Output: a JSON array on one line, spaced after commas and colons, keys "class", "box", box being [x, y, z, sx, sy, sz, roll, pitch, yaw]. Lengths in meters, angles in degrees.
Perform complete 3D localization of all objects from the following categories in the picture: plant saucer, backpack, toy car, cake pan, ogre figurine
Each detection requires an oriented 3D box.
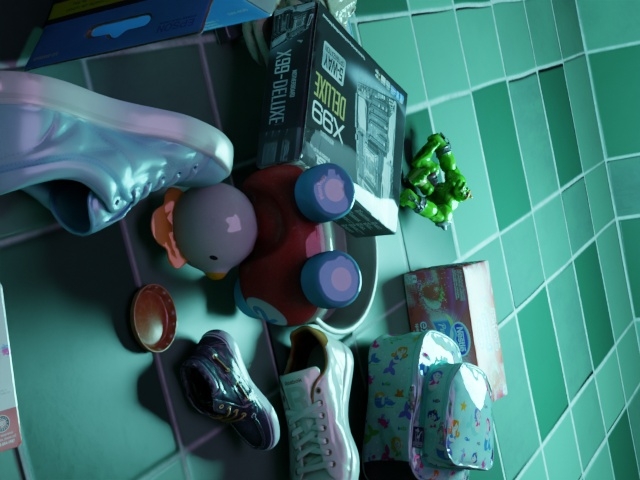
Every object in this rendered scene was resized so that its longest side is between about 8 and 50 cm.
[{"class": "plant saucer", "box": [-0.203, 0.094, 1.350, 0.083, 0.013, 0.083, 23, 63, -56]}, {"class": "backpack", "box": [0.170, 0.271, 1.812, 0.225, 0.191, 0.253, 27, 55, -55]}, {"class": "toy car", "box": [-0.108, 0.006, 1.412, 0.238, 0.219, 0.210, 0, 83, -32]}, {"class": "cake pan", "box": [0.000, 0.000, 1.696, 0.293, 0.054, 0.293, 24, 62, -57]}, {"class": "ogre figurine", "box": [0.217, -0.104, 2.078, 0.118, 0.097, 0.197, 46, 26, -21]}]

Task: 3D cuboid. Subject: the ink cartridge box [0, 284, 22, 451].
[{"class": "ink cartridge box", "box": [-0.350, 0.105, 1.031, 0.115, 0.067, 0.198, -8, 91, -61]}]

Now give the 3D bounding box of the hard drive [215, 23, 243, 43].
[{"class": "hard drive", "box": [-0.133, -0.353, 1.578, 0.094, 0.022, 0.135, -43, 120, -56]}]

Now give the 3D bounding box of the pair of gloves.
[{"class": "pair of gloves", "box": [-0.028, -0.339, 1.650, 0.240, 0.042, 0.204, -55, 143, -23]}]

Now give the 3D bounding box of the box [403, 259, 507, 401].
[{"class": "box", "box": [0.245, 0.171, 2.019, 0.128, 0.123, 0.256, -9, 91, -60]}]

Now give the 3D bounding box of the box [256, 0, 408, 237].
[{"class": "box", "box": [0.025, -0.166, 1.634, 0.307, 0.077, 0.242, 35, 55, -55]}]

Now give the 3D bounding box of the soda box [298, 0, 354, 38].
[{"class": "soda box", "box": [-0.005, -0.397, 1.777, 0.058, 0.063, 0.183, -35, 115, -57]}]

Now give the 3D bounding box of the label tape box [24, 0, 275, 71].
[{"class": "label tape box", "box": [-0.170, -0.308, 1.281, 0.106, 0.241, 0.333, 50, 43, -47]}]

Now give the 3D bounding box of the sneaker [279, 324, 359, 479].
[{"class": "sneaker", "box": [-0.019, 0.254, 1.561, 0.123, 0.106, 0.290, 42, 36, -45]}]

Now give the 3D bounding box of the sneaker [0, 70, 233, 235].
[{"class": "sneaker", "box": [-0.239, -0.073, 1.226, 0.366, 0.135, 0.150, 10, 79, -50]}]

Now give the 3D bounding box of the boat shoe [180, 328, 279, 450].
[{"class": "boat shoe", "box": [-0.120, 0.210, 1.426, 0.183, 0.065, 0.083, 64, 35, -17]}]
